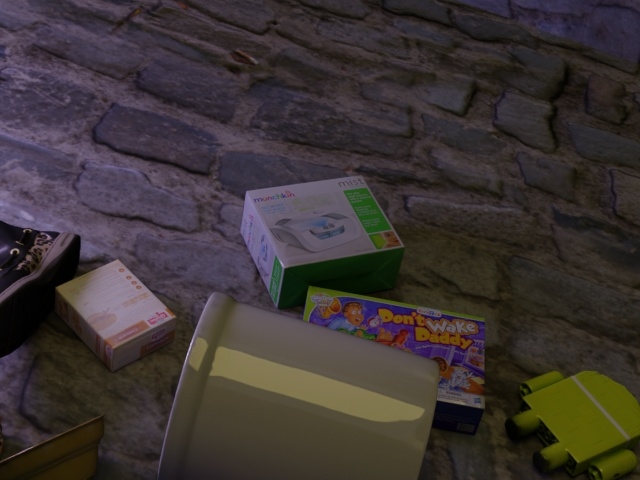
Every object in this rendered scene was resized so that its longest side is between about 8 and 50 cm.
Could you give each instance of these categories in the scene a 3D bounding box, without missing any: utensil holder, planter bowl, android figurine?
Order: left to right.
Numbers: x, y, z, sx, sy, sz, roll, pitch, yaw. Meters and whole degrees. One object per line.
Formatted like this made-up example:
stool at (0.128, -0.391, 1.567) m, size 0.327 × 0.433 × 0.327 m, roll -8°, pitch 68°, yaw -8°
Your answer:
planter bowl at (-0.422, 0.360, 1.867) m, size 0.217 × 0.217 × 0.090 m, roll -23°, pitch 86°, yaw -33°
utensil holder at (-0.032, 0.289, 1.902) m, size 0.385 × 0.327 × 0.327 m, roll 16°, pitch 41°, yaw 2°
android figurine at (0.480, 0.333, 2.170) m, size 0.273 × 0.056 × 0.248 m, roll -18°, pitch 49°, yaw -29°

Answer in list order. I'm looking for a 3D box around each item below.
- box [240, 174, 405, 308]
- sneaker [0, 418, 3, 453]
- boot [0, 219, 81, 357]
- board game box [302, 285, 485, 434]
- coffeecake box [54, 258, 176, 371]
box at (0.000, 0.000, 2.382) m, size 0.262 × 0.126 × 0.231 m, roll -9°, pitch 47°, yaw -21°
sneaker at (-0.606, 0.309, 1.881) m, size 0.225 × 0.088 × 0.092 m, roll 9°, pitch 42°, yaw -39°
boot at (-0.633, 0.060, 2.142) m, size 0.284 × 0.138 × 0.377 m, roll 19°, pitch 34°, yaw 8°
board game box at (0.128, 0.219, 2.198) m, size 0.347 × 0.078 × 0.233 m, roll 10°, pitch 41°, yaw -2°
coffeecake box at (-0.379, 0.136, 2.180) m, size 0.142 × 0.068 × 0.185 m, roll -26°, pitch 54°, yaw -35°
